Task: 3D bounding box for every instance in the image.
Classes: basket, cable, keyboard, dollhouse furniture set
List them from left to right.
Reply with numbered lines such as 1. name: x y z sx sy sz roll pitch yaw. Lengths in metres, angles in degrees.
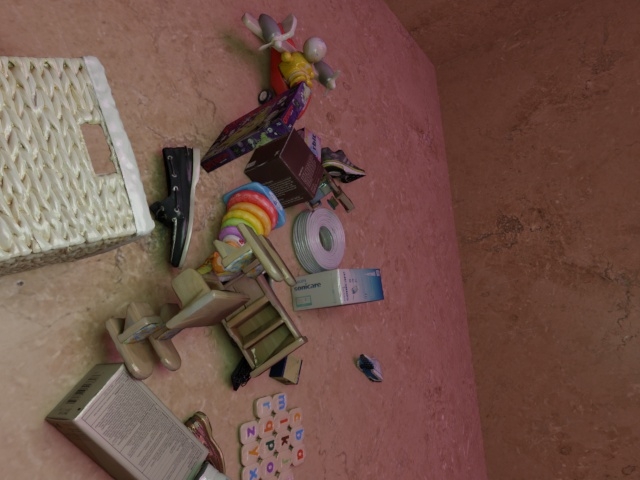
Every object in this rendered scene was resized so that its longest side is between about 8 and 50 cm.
1. basket: -0.529 -0.111 0.762 0.266 0.331 0.329 -21 96 -49
2. dollhouse furniture set: -0.205 0.195 1.038 0.256 0.362 0.394 55 2 13
3. keyboard: -0.197 0.355 1.275 0.192 0.038 0.100 -57 156 -46
4. cable: 0.000 0.000 1.662 0.257 0.089 0.257 1 79 -55
5. dollhouse furniture set: 0.027 -0.147 1.604 0.184 0.129 0.129 47 12 -31

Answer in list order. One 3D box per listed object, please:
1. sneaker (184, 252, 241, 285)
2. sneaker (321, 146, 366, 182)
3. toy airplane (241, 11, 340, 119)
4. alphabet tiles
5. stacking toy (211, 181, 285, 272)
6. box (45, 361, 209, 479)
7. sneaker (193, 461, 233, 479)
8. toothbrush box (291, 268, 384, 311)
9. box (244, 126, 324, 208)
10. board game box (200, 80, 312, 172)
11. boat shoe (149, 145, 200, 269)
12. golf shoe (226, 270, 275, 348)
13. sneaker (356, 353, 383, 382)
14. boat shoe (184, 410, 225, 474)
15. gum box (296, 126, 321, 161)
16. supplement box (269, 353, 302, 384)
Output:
1. sneaker: -0.311 0.083 1.219 0.208 0.081 0.094 2 69 -60
2. sneaker: 0.103 -0.336 1.911 0.300 0.111 0.121 9 68 -55
3. toy airplane: -0.093 -0.684 1.604 0.384 0.272 0.386 60 38 -21
4. alphabet tiles: -0.142 0.618 1.313 0.278 0.021 0.284 10 71 -53
5. stacking toy: -0.235 -0.019 1.250 0.175 0.165 0.302 56 34 -27
6. box: -0.400 0.421 0.928 0.311 0.121 0.148 60 37 -22
7. sneaker: -0.239 0.642 0.998 0.111 0.129 0.297 -56 160 -51
8. toothbrush box: 0.066 0.178 1.585 0.295 0.216 0.126 7 73 -54
9. box: -0.119 -0.245 1.507 0.203 0.168 0.167 50 43 -34
10. board game box: -0.196 -0.330 1.274 0.056 0.346 0.208 52 41 -27
11. boat shoe: -0.389 -0.095 1.136 0.113 0.127 0.340 8 78 -23
12. golf shoe: -0.203 0.187 1.291 0.105 0.120 0.273 35 53 -46
13. sneaker: 0.206 0.515 1.808 0.191 0.071 0.083 57 32 -39
14. boat shoe: -0.297 0.528 1.094 0.060 0.064 0.178 -22 90 -50
15. gum box: -0.054 -0.338 1.724 0.107 0.062 0.189 23 60 -49
16. supplement box: -0.111 0.412 1.395 0.083 0.056 0.083 42 47 -39
